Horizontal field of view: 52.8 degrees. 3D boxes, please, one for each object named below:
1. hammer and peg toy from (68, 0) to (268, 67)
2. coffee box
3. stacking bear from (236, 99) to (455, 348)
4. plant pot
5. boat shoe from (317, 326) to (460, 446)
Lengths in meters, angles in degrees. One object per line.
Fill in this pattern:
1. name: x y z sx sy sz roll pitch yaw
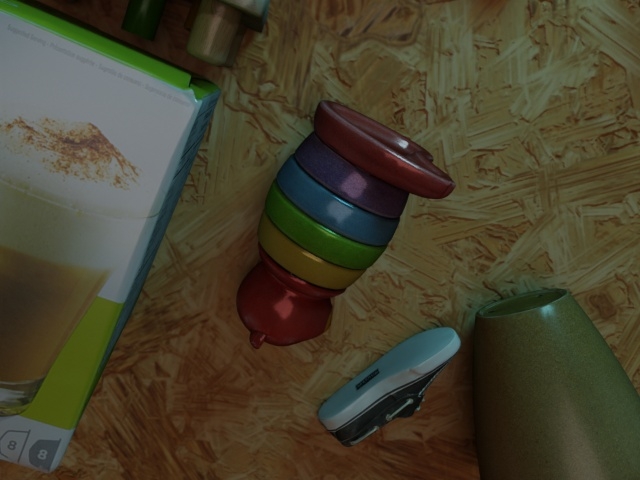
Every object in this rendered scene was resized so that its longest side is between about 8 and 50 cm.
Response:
1. hammer and peg toy: -0.220 -0.280 0.602 0.361 0.266 0.127 20 102 -11
2. coffee box: -0.314 -0.061 0.614 0.337 0.338 0.334 22 101 -11
3. stacking bear: 0.000 0.000 0.759 0.164 0.175 0.289 26 108 -13
4. plant pot: 0.288 0.199 0.816 0.237 0.237 0.254 -17 90 0
5. boat shoe: 0.101 0.197 0.860 0.219 0.078 0.070 -36 104 13
